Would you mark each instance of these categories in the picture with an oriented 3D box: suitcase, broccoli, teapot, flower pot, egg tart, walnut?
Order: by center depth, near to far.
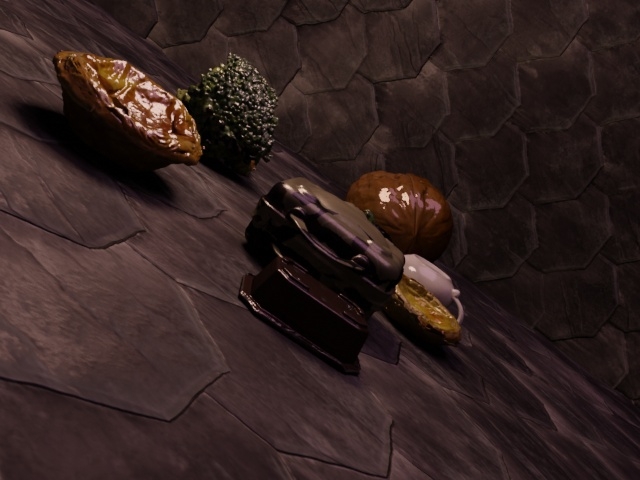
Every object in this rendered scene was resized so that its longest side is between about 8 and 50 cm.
[{"bbox_3d":[-0.015,0.117,1.285,0.251,0.084,0.179,34,10,-10],"label":"flower pot"},{"bbox_3d":[-0.392,-0.241,1.470,0.352,0.150,0.352,37,15,-12],"label":"egg tart"},{"bbox_3d":[0.019,0.013,1.571,0.352,0.194,0.339,37,12,4],"label":"suitcase"},{"bbox_3d":[0.241,0.181,1.865,0.279,0.095,0.279,37,15,-11],"label":"egg tart"},{"bbox_3d":[-0.288,-0.366,2.105,0.294,0.281,0.347,18,60,-39],"label":"broccoli"},{"bbox_3d":[0.290,0.136,2.108,0.298,0.139,0.204,39,8,28],"label":"teapot"},{"bbox_3d":[0.244,-0.063,2.387,0.355,0.307,0.398,1,16,-6],"label":"walnut"}]

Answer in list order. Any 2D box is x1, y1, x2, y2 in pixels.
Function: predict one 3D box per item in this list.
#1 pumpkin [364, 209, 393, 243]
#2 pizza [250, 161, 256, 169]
[{"bbox_3d":[0.118,0.004,2.122,0.194,0.150,0.194,43,26,-26],"label":"pumpkin"},{"bbox_3d":[-0.255,-0.262,2.304,0.188,0.062,0.199,14,28,-35],"label":"pizza"}]
